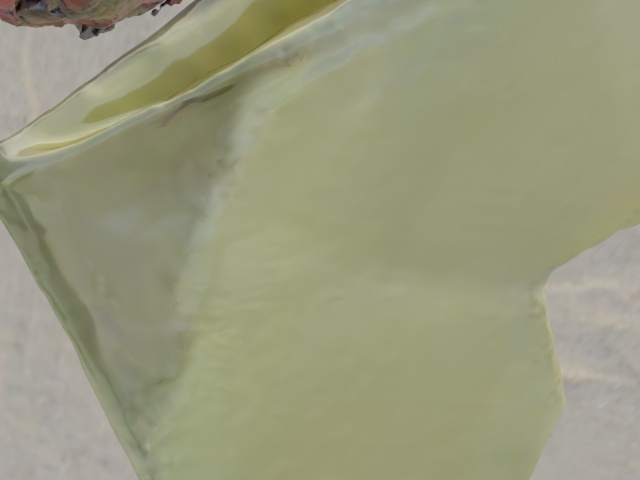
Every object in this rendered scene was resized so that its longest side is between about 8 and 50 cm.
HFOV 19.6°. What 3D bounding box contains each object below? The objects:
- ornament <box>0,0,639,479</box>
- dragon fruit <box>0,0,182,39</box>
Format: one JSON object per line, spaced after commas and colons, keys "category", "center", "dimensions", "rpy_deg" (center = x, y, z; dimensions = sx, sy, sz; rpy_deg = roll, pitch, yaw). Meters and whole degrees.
{"category": "ornament", "center": [0.000, 0.000, 0.432], "dimensions": [0.180, 0.201, 0.059], "rpy_deg": [9, 25, -37]}
{"category": "dragon fruit", "center": [-0.219, -0.309, 1.449], "dimensions": [0.296, 0.314, 0.263], "rpy_deg": [50, 41, 6]}
